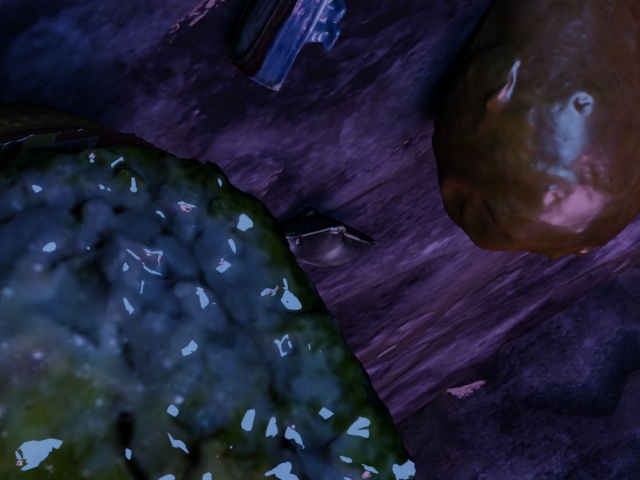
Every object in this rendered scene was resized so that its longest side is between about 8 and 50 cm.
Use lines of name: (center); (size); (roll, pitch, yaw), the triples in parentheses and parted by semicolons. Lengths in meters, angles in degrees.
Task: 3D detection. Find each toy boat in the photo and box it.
toy boat: (-0.015, -0.155, 0.727); (0.061, 0.060, 0.137); (9, 137, -30)

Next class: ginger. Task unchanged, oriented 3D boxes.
ginger: (0.218, -0.102, 0.973); (0.200, 0.223, 0.269); (-16, 158, -28)

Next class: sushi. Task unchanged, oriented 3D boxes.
sushi: (-0.120, 0.129, 0.564); (0.294, 0.352, 0.178); (-25, 162, -19)

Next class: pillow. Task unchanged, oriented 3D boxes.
pillow: (0.000, 0.002, 1.136); (0.091, 0.055, 0.136); (-33, 159, 12)

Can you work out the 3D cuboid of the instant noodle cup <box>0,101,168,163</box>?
instant noodle cup: (-0.233, -0.017, 0.697); (0.274, 0.090, 0.274); (-28, 160, -11)
